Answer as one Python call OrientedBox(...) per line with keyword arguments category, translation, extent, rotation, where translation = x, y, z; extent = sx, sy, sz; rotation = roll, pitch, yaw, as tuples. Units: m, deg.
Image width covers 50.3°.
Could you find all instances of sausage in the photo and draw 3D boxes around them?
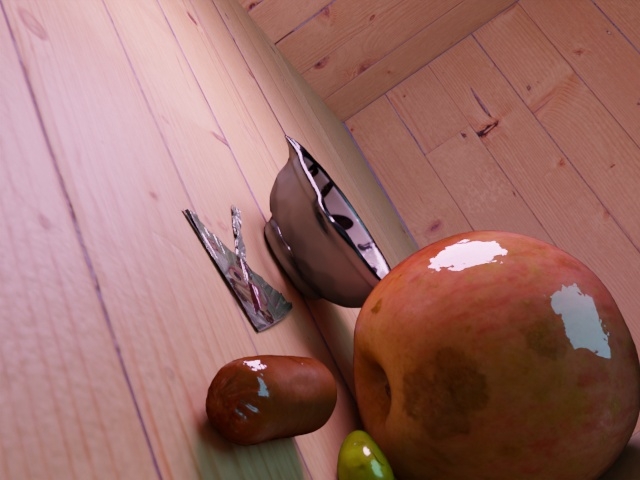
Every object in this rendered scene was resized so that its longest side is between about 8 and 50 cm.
OrientedBox(category="sausage", translation=(-0.039, 0.143, 0.622), extent=(0.076, 0.076, 0.197), rotation=(61, 14, 20))

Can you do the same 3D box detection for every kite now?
OrientedBox(category="kite", translation=(-0.098, 0.023, 0.863), extent=(0.229, 0.012, 0.250), rotation=(49, 12, -38))

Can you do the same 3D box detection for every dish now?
OrientedBox(category="dish", translation=(0.000, 0.000, 1.049), extent=(0.303, 0.120, 0.303), rotation=(53, 11, -14))

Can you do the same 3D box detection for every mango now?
OrientedBox(category="mango", translation=(0.048, 0.247, 0.740), extent=(0.073, 0.056, 0.108), rotation=(59, 7, -18))

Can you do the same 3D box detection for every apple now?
OrientedBox(category="apple", translation=(0.208, 0.172, 0.879), extent=(0.364, 0.364, 0.364), rotation=(53, 12, -16))

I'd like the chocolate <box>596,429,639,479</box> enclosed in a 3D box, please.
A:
OrientedBox(category="chocolate", translation=(0.454, 0.423, 0.876), extent=(0.326, 0.297, 0.314), rotation=(35, 26, -7))
